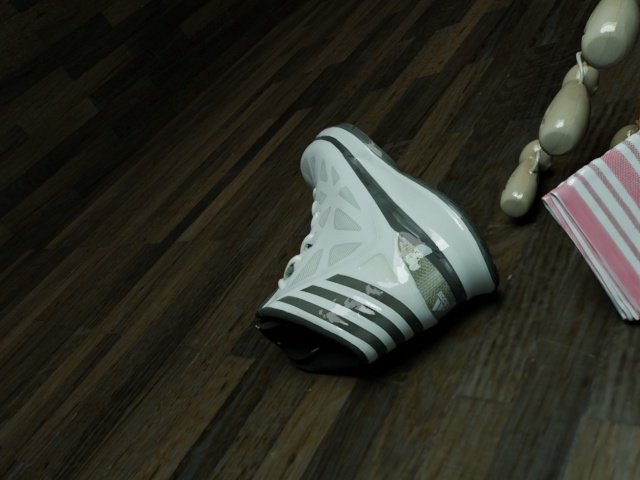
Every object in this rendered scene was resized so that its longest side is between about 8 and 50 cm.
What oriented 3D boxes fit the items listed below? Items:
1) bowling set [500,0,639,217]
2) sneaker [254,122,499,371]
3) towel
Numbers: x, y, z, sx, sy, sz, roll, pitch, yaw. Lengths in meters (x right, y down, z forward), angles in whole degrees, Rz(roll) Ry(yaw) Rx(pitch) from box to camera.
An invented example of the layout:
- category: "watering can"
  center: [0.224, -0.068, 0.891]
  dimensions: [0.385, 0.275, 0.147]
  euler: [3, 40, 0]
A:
- category: "bowling set"
  center: [0.339, -0.123, 0.663]
  dimensions: [0.200, 0.287, 0.154]
  euler: [28, 52, 9]
- category: "sneaker"
  center: [0.000, -0.001, 0.790]
  dimensions: [0.258, 0.169, 0.447]
  euler: [-34, 30, -4]
- category: "towel"
  center: [0.319, -0.036, 0.545]
  dimensions: [0.197, 0.144, 0.029]
  euler: [-34, -1, -1]
